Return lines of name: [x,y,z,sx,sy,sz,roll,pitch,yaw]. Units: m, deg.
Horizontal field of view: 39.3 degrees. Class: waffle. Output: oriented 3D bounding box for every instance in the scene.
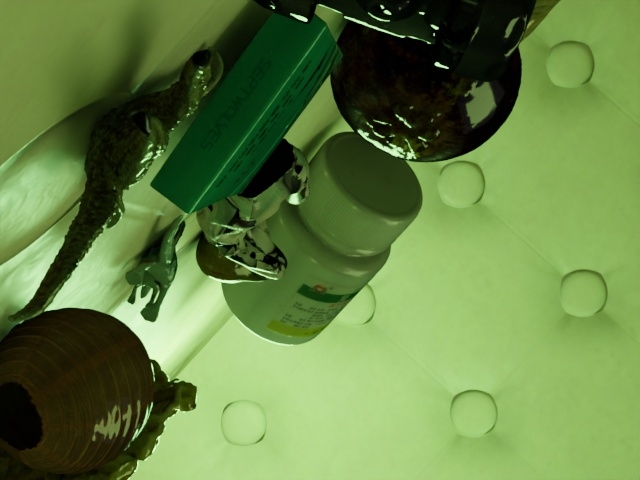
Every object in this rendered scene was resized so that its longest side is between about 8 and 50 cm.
waffle: [-0.255,0.200,0.833,0.291,0.051,0.291,-23,-160,9]

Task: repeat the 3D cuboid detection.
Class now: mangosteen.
mangosteen: [0.111,-0.190,0.912,0.192,0.192,0.217,128,-19,-57]

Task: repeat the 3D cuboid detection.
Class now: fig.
fig: [-0.111,0.021,1.142,0.084,0.098,0.082,-33,172,-30]

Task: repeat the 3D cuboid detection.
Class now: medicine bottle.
medicine bottle: [0.000,0.000,1.436,0.339,0.208,0.208,-49,177,41]

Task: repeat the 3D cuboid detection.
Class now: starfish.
starfish: [-0.114,-0.045,0.519,0.216,0.050,0.223,-67,-170,-25]

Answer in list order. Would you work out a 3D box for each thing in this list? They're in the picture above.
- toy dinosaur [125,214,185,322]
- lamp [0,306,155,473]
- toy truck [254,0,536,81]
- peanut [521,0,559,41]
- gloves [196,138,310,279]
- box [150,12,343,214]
toy dinosaur: [-0.163,0.016,0.935,0.106,0.044,0.187,-68,-177,-56]
lamp: [-0.201,0.120,0.722,0.136,0.136,0.136,-48,177,-3]
toy truck: [0.058,-0.195,0.446,0.224,0.147,0.165,114,-6,-74]
peanut: [0.256,-0.348,1.213,0.325,0.140,0.153,-47,-176,36]
gloves: [-0.070,-0.035,0.942,0.212,0.111,0.127,119,-13,-66]
box: [-0.047,-0.103,0.705,0.161,0.042,0.226,-52,-179,7]
